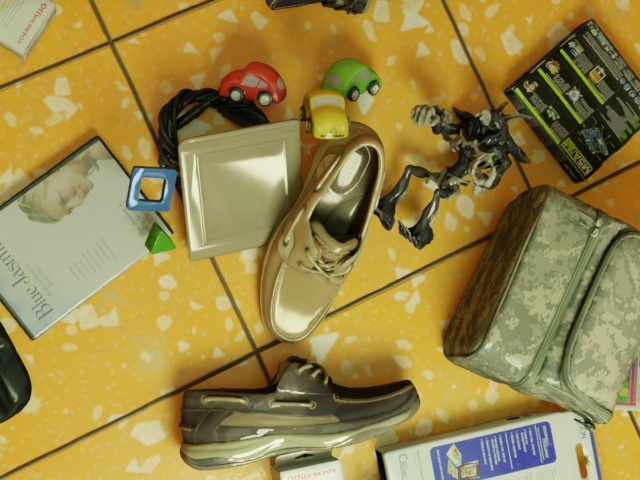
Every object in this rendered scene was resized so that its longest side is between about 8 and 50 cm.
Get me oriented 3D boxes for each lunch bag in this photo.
[{"bbox_3d":[0.363,0.094,1.619,0.256,0.212,0.305,27,81,-7],"label":"lunch bag"}]

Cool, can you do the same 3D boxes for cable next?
[{"bbox_3d":[-0.147,-0.148,1.615,0.184,0.047,0.151,1,79,-15],"label":"cable"}]

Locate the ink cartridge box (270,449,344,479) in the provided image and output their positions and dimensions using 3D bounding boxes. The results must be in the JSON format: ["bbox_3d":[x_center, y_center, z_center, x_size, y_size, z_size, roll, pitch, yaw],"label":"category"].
[{"bbox_3d":[-0.014,0.370,1.587,0.092,0.090,0.143,-8,88,-13],"label":"ink cartridge box"}]

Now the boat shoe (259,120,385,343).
[{"bbox_3d":[0.000,0.000,1.561,0.121,0.110,0.341,15,105,-14],"label":"boat shoe"}]

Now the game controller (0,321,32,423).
[{"bbox_3d":[-0.561,0.224,1.499,0.319,0.067,0.167,-27,107,-12],"label":"game controller"}]

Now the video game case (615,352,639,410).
[{"bbox_3d":[0.487,0.168,1.743,0.183,0.023,0.201,5,87,-12],"label":"video game case"}]

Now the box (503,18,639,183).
[{"bbox_3d":[0.415,-0.220,1.738,0.184,0.045,0.191,-41,97,-9],"label":"box"}]

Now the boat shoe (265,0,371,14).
[{"bbox_3d":[0.053,-0.383,1.639,0.285,0.103,0.092,-18,86,-19],"label":"boat shoe"}]

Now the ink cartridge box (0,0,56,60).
[{"bbox_3d":[-0.446,-0.324,1.550,0.122,0.052,0.089,32,81,-8],"label":"ink cartridge box"}]

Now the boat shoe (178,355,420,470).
[{"bbox_3d":[-0.030,0.232,1.571,0.355,0.132,0.130,-10,89,-14],"label":"boat shoe"}]

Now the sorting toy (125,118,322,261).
[{"bbox_3d":[-0.112,-0.076,1.578,0.347,0.047,0.196,-12,120,-21],"label":"sorting toy"}]

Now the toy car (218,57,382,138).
[{"bbox_3d":[0.002,-0.226,1.592,0.225,0.239,0.053,-24,130,-41],"label":"toy car"}]

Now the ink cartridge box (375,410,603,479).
[{"bbox_3d":[0.258,0.360,1.662,0.332,0.065,0.165,-10,89,-11],"label":"ink cartridge box"}]

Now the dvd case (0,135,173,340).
[{"bbox_3d":[-0.362,-0.005,1.566,0.253,0.022,0.180,-38,95,-11],"label":"dvd case"}]

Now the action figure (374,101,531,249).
[{"bbox_3d":[0.199,-0.119,1.630,0.164,0.141,0.276,40,83,24],"label":"action figure"}]
